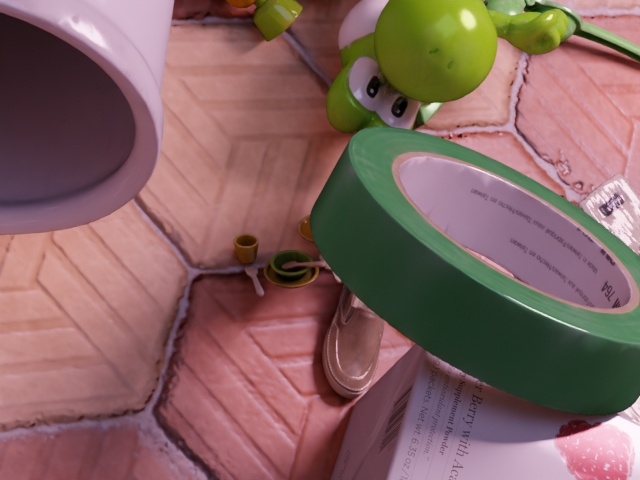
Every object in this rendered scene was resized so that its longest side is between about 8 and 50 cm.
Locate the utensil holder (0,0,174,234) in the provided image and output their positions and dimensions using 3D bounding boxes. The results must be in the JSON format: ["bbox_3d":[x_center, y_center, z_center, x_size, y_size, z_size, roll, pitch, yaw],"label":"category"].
[{"bbox_3d":[-0.269,-0.249,1.626,0.327,0.327,0.385,16,55,-15],"label":"utensil holder"}]

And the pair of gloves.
[{"bbox_3d":[0.284,0.068,1.866,0.204,0.042,0.240,42,54,5],"label":"pair of gloves"}]

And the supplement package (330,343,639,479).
[{"bbox_3d":[0.166,0.232,1.647,0.293,0.175,0.177,25,56,-10],"label":"supplement package"}]

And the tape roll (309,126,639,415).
[{"bbox_3d":[0.148,0.021,1.675,0.321,0.077,0.321,26,20,-10],"label":"tape roll"}]

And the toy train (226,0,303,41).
[{"bbox_3d":[-0.077,-0.242,1.848,0.143,0.105,0.248,49,59,-14],"label":"toy train"}]

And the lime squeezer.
[{"bbox_3d":[0.217,-0.195,1.965,0.310,0.059,0.110,-12,70,-29],"label":"lime squeezer"}]

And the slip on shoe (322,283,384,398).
[{"bbox_3d":[0.037,0.073,1.754,0.051,0.041,0.135,23,57,-11],"label":"slip on shoe"}]

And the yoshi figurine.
[{"bbox_3d":[0.127,-0.241,1.831,0.203,0.203,0.362,18,61,13],"label":"yoshi figurine"}]

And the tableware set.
[{"bbox_3d":[0.000,0.000,1.762,0.154,0.024,0.104,-11,36,-14],"label":"tableware set"}]
